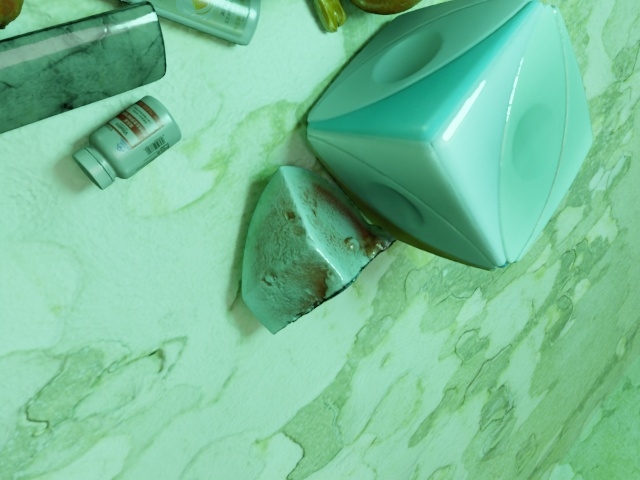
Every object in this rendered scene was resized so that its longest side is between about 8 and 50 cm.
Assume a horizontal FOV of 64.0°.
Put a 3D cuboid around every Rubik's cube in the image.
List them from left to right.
[{"bbox_3d":[0.233,-0.193,0.932,0.351,0.352,0.347,-50,127,-11],"label":"Rubik's cube"}]

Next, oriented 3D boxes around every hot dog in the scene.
[{"bbox_3d":[0.006,-0.426,0.894,0.056,0.041,0.133,-45,133,-18],"label":"hot dog"}]

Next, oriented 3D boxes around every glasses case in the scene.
[{"bbox_3d":[-0.347,-0.219,0.656,0.299,0.060,0.114,-31,152,-26],"label":"glasses case"}]

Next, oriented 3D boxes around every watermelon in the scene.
[{"bbox_3d":[0.000,0.000,0.902,0.320,0.214,0.289,-24,116,-17],"label":"watermelon"}]

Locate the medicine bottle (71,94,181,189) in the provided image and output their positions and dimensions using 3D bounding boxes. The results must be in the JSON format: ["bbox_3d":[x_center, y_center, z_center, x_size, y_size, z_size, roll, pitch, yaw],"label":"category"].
[{"bbox_3d":[-0.278,-0.139,0.736,0.140,0.079,0.079,-43,125,-19],"label":"medicine bottle"}]

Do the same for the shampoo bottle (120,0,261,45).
[{"bbox_3d":[-0.198,-0.360,0.744,0.228,0.056,0.086,7,104,-38],"label":"shampoo bottle"}]

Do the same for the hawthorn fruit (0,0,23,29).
[{"bbox_3d":[-0.407,-0.285,0.575,0.128,0.128,0.128,-12,110,-34],"label":"hawthorn fruit"}]

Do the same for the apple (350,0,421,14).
[{"bbox_3d":[0.122,-0.494,0.864,0.196,0.196,0.195,-12,110,-34],"label":"apple"}]
